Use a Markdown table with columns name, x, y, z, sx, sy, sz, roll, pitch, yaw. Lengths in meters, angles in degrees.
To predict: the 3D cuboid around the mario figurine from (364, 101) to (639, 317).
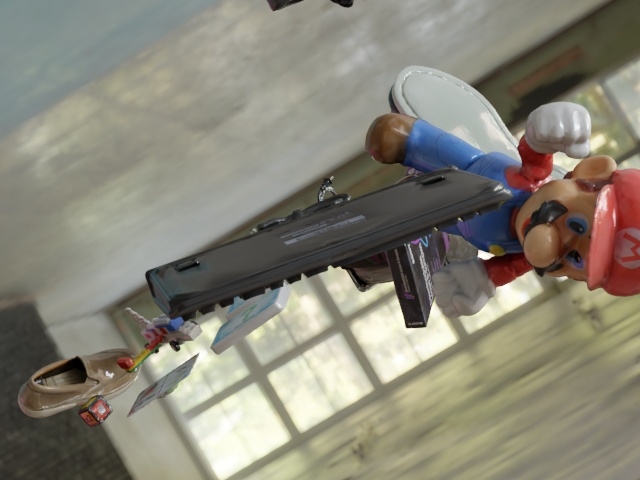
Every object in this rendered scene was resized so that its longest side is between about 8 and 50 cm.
| name | x | y | z | sx | sy | sz | roll | pitch | yaw |
| --- | --- | --- | --- | --- | --- | --- | --- | --- | --- |
| mario figurine | 0.165 | -0.026 | 1.134 | 0.320 | 0.198 | 0.170 | 17 | -113 | 40 |

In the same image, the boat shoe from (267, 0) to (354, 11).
| name | x | y | z | sx | sy | sz | roll | pitch | yaw |
| --- | --- | --- | --- | --- | --- | --- | --- | --- | --- |
| boat shoe | 0.023 | -0.332 | 1.573 | 0.228 | 0.076 | 0.080 | -16 | 180 | -36 |

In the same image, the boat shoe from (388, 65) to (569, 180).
| name | x | y | z | sx | sy | sz | roll | pitch | yaw |
| --- | --- | --- | --- | --- | --- | --- | --- | --- | --- |
| boat shoe | 0.186 | -0.078 | 1.414 | 0.114 | 0.302 | 0.091 | -56 | -169 | -32 |

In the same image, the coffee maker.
| name | x | y | z | sx | sy | sz | roll | pitch | yaw |
| --- | --- | --- | --- | --- | --- | --- | --- | --- | --- |
| coffee maker | 0.104 | -0.010 | 1.697 | 0.178 | 0.171 | 0.120 | -8 | -125 | 44 |

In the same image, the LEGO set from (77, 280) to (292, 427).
| name | x | y | z | sx | sy | sz | roll | pitch | yaw |
| --- | --- | --- | --- | --- | --- | --- | --- | --- | --- |
| LEGO set | -0.127 | 0.078 | 1.156 | 0.244 | 0.060 | 0.182 | -35 | -168 | 18 |

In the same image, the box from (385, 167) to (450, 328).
| name | x | y | z | sx | sy | sz | roll | pitch | yaw |
| --- | --- | --- | --- | --- | --- | --- | --- | --- | --- |
| box | 0.109 | 0.003 | 1.371 | 0.029 | 0.116 | 0.162 | -3 | -144 | 21 |

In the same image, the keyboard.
| name | x | y | z | sx | sy | sz | roll | pitch | yaw |
| --- | --- | --- | --- | --- | --- | --- | --- | --- | --- |
| keyboard | 0.000 | 0.000 | 0.640 | 0.180 | 0.023 | 0.108 | -19 | -165 | -12 |

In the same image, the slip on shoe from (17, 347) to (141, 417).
| name | x | y | z | sx | sy | sz | roll | pitch | yaw |
| --- | --- | --- | --- | --- | --- | --- | --- | --- | --- |
| slip on shoe | -0.232 | 0.132 | 1.214 | 0.135 | 0.051 | 0.041 | -15 | 142 | -37 |
